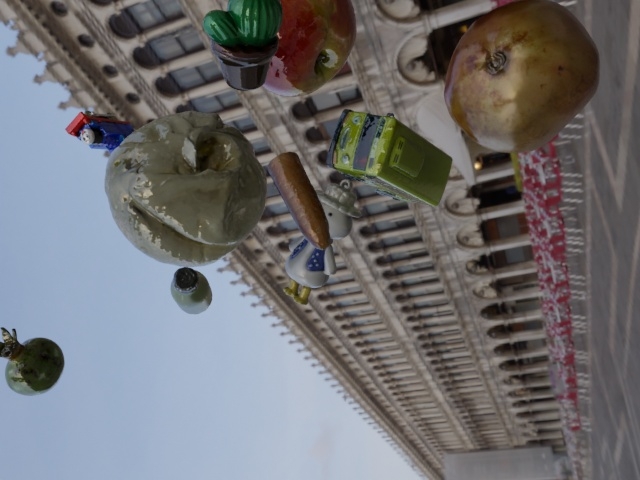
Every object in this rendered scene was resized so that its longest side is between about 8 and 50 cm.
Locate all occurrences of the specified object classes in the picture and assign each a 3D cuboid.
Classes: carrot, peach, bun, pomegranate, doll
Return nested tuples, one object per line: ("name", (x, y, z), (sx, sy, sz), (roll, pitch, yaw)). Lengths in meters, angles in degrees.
("carrot", (-0.022, -0.046, 0.732), (0.139, 0.048, 0.048), (64, -167, 19))
("peach", (-0.090, -0.626, 1.656), (0.388, 0.389, 0.387), (-12, -90, -72))
("bun", (-0.288, -0.126, 1.260), (0.219, 0.366, 0.364), (130, 136, -66))
("pomegranate", (-0.787, 0.321, 1.513), (0.220, 0.156, 0.156), (40, -144, -26))
("doll", (0.000, 0.000, 1.246), (0.119, 0.138, 0.293), (10, -70, -51))
("pomegranate", (0.354, -0.279, 0.988), (0.271, 0.252, 0.229), (-9, -132, -50))

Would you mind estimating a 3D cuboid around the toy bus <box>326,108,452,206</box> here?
("toy bus", (0.147, -0.162, 1.150), (0.262, 0.150, 0.127), (17, -90, -50))

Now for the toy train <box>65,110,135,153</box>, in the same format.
("toy train", (-0.650, -0.322, 1.719), (0.131, 0.083, 0.204), (55, -159, 8))

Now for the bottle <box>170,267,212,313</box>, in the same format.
("bottle", (-0.380, 0.142, 1.660), (0.260, 0.112, 0.111), (107, 158, -71))

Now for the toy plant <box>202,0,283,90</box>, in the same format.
("toy plant", (-0.134, -0.361, 0.979), (0.105, 0.143, 0.200), (52, 149, 40))
